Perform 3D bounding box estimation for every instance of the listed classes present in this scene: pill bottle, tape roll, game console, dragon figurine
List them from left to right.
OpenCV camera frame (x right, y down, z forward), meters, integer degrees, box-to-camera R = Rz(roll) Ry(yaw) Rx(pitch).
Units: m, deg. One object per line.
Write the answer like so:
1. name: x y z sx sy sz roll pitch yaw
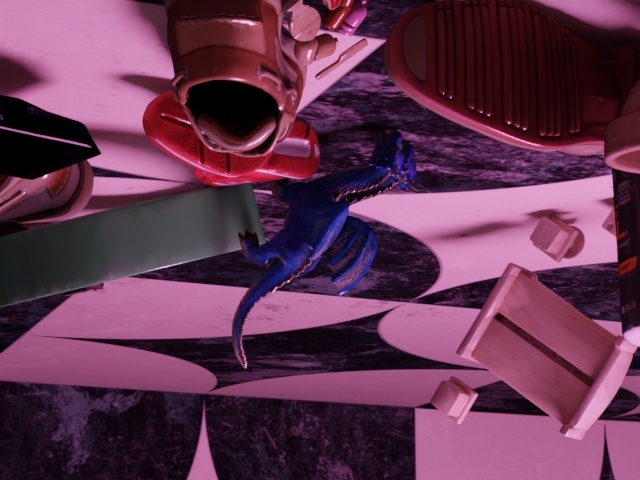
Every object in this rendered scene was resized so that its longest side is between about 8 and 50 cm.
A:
1. game console: -0.397 -0.080 1.559 0.213 0.044 0.361 11 162 -43
2. tape roll: -0.225 0.005 1.797 0.321 0.077 0.321 -13 180 0
3. dragon figurine: 0.000 0.000 1.675 0.144 0.289 0.085 11 154 37
4. pill bottle: 0.350 -0.025 1.541 0.130 0.245 0.130 0 164 0

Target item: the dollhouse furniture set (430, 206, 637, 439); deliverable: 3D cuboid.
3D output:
1. dollhouse furniture set: 0.364 0.147 1.972 0.303 0.355 0.174 38 -168 39

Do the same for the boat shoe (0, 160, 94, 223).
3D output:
1. boat shoe: -0.401 -0.058 1.718 0.302 0.113 0.103 -14 158 17

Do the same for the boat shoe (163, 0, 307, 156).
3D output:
1. boat shoe: -0.079 -0.132 1.379 0.122 0.120 0.324 -1 165 6

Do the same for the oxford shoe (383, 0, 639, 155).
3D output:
1. oxford shoe: 0.182 -0.126 1.409 0.348 0.123 0.130 11 167 -33

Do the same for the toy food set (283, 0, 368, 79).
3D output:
1. toy food set: 0.006 -0.185 1.321 0.078 0.019 0.122 -36 155 -9

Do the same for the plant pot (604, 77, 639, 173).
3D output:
1. plant pot: 0.350 -0.119 1.302 0.237 0.110 0.237 -1 174 0

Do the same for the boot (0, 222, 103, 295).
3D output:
1. boot: -0.370 0.014 1.960 0.207 0.090 0.248 12 179 0

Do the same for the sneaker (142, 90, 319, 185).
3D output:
1. sneaker: -0.117 -0.089 1.621 0.128 0.087 0.221 -16 158 43
